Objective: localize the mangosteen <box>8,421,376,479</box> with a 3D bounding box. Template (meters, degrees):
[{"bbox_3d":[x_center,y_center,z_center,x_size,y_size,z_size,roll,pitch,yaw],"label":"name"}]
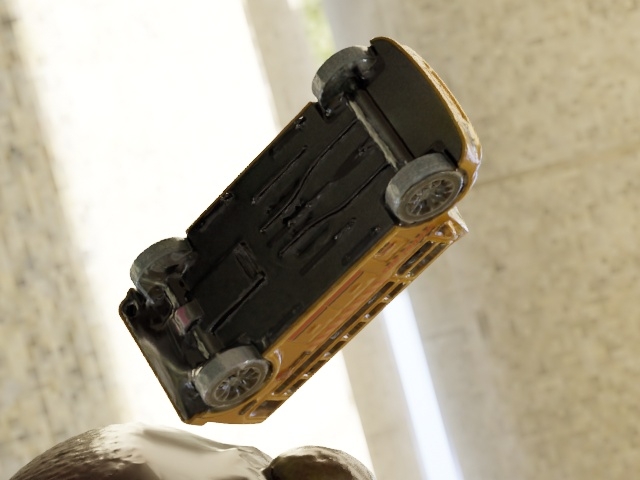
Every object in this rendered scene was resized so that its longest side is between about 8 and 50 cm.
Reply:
[{"bbox_3d":[-0.080,0.231,1.156,0.293,0.297,0.297,-60,-176,7],"label":"mangosteen"}]

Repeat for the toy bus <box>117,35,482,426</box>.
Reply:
[{"bbox_3d":[0.000,0.000,0.775,0.162,0.069,0.074,-45,149,19],"label":"toy bus"}]
